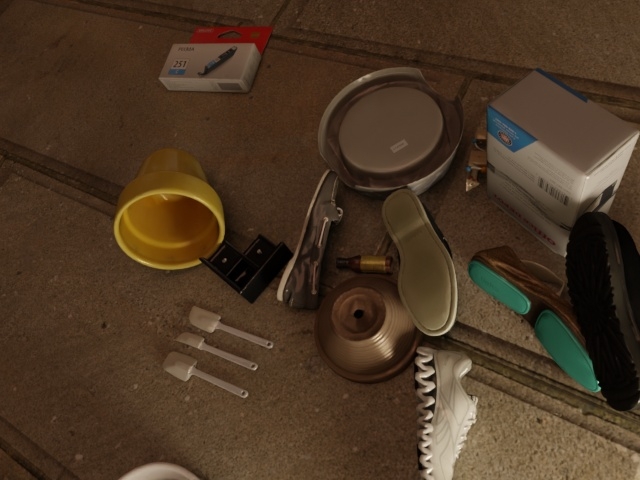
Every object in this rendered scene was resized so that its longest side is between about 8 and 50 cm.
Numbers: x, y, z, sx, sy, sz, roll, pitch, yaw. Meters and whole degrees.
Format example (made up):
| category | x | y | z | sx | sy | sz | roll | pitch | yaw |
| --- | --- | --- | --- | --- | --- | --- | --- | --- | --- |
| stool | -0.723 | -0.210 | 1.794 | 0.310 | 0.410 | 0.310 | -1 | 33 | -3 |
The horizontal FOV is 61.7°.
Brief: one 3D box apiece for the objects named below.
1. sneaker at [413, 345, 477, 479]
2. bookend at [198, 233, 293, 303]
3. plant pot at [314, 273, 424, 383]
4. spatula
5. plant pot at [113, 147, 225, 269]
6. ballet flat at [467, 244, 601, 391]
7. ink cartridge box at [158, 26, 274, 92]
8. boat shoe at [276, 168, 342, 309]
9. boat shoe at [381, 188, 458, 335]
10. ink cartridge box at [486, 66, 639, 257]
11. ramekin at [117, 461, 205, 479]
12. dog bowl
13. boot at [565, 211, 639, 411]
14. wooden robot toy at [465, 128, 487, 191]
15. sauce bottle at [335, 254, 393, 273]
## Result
| category | x | y | z | sx | sy | sz | roll | pitch | yaw |
| --- | --- | --- | --- | --- | --- | --- | --- | --- | --- |
| sneaker | 0.233 | 0.340 | 0.990 | 0.118 | 0.110 | 0.292 | 0 | 65 | 9 |
| bookend | -0.178 | 0.040 | 1.287 | 0.156 | 0.072 | 0.157 | 36 | 79 | 30 |
| plant pot | 0.090 | 0.170 | 1.113 | 0.237 | 0.110 | 0.237 | -7 | 64 | 15 |
| spatula | -0.238 | 0.261 | 1.234 | 0.242 | 0.019 | 0.168 | 16 | 66 | 24 |
| plant pot | -0.372 | -0.097 | 1.335 | 0.254 | 0.254 | 0.239 | -23 | 44 | 7 |
| ballet flat | 0.440 | 0.126 | 1.032 | 0.124 | 0.116 | 0.342 | -29 | 53 | -19 |
| ink cartridge box | -0.319 | -0.578 | 1.643 | 0.296 | 0.066 | 0.261 | 8 | 69 | 22 |
| boat shoe | 0.000 | 0.000 | 1.237 | 0.096 | 0.112 | 0.335 | 19 | 77 | 7 |
| boat shoe | 0.222 | 0.050 | 1.127 | 0.127 | 0.113 | 0.340 | -34 | 51 | 21 |
| ink cartridge box | 0.442 | -0.139 | 1.031 | 0.129 | 0.307 | 0.223 | -39 | 59 | -5 |
| ramekin | -0.295 | 0.578 | 1.019 | 0.277 | 0.135 | 0.277 | -8 | 60 | 14 |
| dog bowl | 0.173 | -0.250 | 1.296 | 0.349 | 0.102 | 0.348 | -8 | 63 | 16 |
| boot | 0.580 | 0.114 | 0.907 | 0.260 | 0.131 | 0.348 | -3 | 74 | -9 |
| wooden robot toy | 0.375 | -0.175 | 1.203 | 0.079 | 0.076 | 0.173 | 6 | 53 | 22 |
| sauce bottle | 0.098 | 0.052 | 1.206 | 0.128 | 0.042 | 0.042 | 3 | 66 | 18 |
